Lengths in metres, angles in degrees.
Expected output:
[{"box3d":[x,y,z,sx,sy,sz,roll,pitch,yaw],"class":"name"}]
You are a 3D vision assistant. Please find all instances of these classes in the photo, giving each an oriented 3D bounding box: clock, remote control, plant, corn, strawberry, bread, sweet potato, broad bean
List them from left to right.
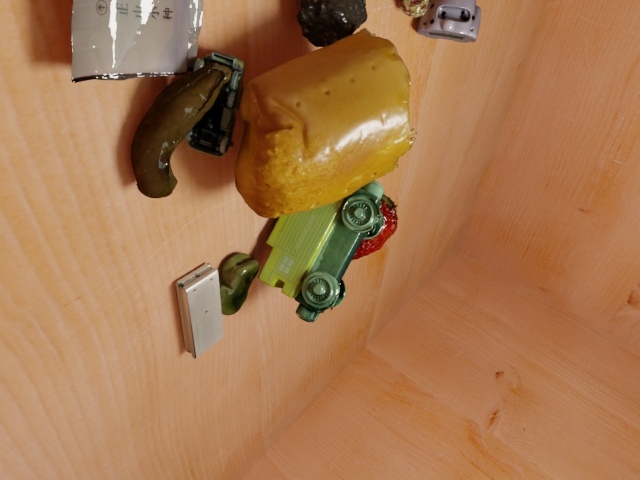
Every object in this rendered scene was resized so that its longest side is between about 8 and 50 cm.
[{"box3d":[-0.258,-0.203,0.845,0.286,0.112,0.085,-50,-158,16],"class":"sweet potato"},{"box3d":[-0.319,0.190,1.247,0.103,0.055,0.277,-36,145,-38],"class":"remote control"},{"box3d":[-0.234,0.120,1.319,0.153,0.072,0.207,-33,155,-40],"class":"broad bean"},{"box3d":[-0.001,-0.201,0.997,0.394,0.250,0.361,-31,163,-20],"class":"bread"},{"box3d":[0.034,-0.510,0.997,0.132,0.129,0.195,74,36,-59],"class":"plant"},{"box3d":[0.123,-0.053,1.554,0.250,0.238,0.288,-13,139,-50],"class":"strawberry"},{"box3d":[0.231,-0.691,1.194,0.098,0.098,0.290,-53,157,-9],"class":"corn"},{"box3d":[0.400,-0.733,1.391,0.189,0.188,0.254,-8,111,-58],"class":"clock"}]

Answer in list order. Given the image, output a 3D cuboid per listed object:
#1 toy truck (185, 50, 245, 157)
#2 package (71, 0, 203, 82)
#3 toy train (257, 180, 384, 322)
[{"box3d":[-0.196,-0.270,0.911,0.116,0.085,0.191,-74,-179,-57],"class":"toy truck"},{"box3d":[-0.272,-0.349,0.710,0.251,0.062,0.204,-37,148,-54],"class":"package"},{"box3d":[0.000,0.000,1.338,0.442,0.272,0.179,-62,164,-1],"class":"toy train"}]
